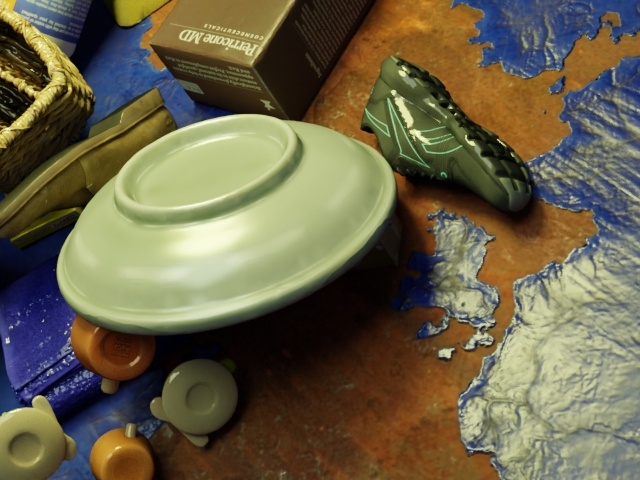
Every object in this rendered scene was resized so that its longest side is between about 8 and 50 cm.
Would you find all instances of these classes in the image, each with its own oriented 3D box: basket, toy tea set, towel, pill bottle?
[{"bbox_3d":[-0.471,-0.217,1.642,0.299,0.223,0.213,33,93,16],"label":"basket"},{"bbox_3d":[-0.261,0.212,1.413,0.336,0.200,0.124,-45,15,-7],"label":"toy tea set"},{"bbox_3d":[-0.258,0.064,1.551,0.308,0.076,0.227,-31,50,5],"label":"towel"},{"bbox_3d":[-0.412,-0.353,1.825,0.152,0.152,0.272,26,98,38],"label":"pill bottle"}]

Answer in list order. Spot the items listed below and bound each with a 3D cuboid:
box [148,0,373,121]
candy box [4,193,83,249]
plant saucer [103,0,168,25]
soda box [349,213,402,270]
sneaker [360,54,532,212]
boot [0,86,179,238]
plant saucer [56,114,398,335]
[{"bbox_3d":[-0.039,-0.354,1.687,0.191,0.143,0.381,17,69,35],"label":"box"},{"bbox_3d":[-0.394,-0.089,1.759,0.105,0.027,0.205,-24,50,7],"label":"candy box"},{"bbox_3d":[-0.247,-0.535,1.932,0.333,0.081,0.332,-35,55,2],"label":"plant saucer"},{"bbox_3d":[0.000,0.000,1.470,0.181,0.061,0.058,-6,56,24],"label":"soda box"},{"bbox_3d":[0.143,-0.105,1.466,0.106,0.101,0.267,-54,50,19],"label":"sneaker"},{"bbox_3d":[-0.284,-0.073,1.574,0.305,0.115,0.112,-41,18,-35],"label":"boot"},{"bbox_3d":[-0.117,-0.050,1.415,0.401,0.100,0.400,-13,30,7],"label":"plant saucer"}]
